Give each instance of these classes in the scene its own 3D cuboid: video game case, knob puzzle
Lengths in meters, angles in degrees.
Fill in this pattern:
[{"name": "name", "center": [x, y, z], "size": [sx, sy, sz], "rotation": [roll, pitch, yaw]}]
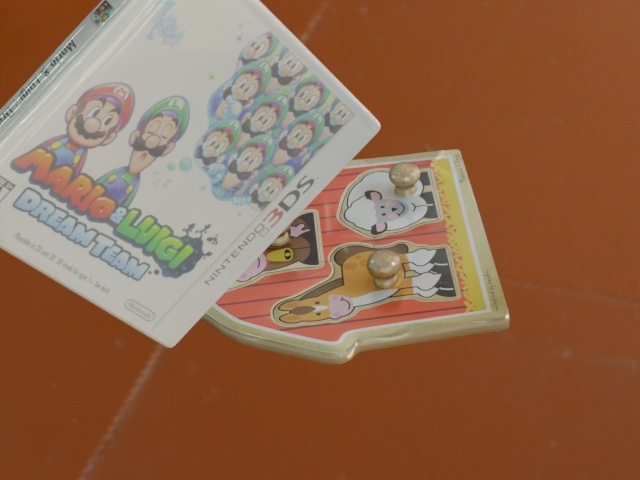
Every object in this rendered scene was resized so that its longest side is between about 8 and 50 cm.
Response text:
[{"name": "video game case", "center": [-0.062, -0.035, 0.611], "size": [0.143, 0.157, 0.019], "rotation": [-46, 51, 4]}, {"name": "knob puzzle", "center": [0.000, 0.000, 0.863], "size": [0.213, 0.030, 0.213], "rotation": [-5, 38, 4]}]
